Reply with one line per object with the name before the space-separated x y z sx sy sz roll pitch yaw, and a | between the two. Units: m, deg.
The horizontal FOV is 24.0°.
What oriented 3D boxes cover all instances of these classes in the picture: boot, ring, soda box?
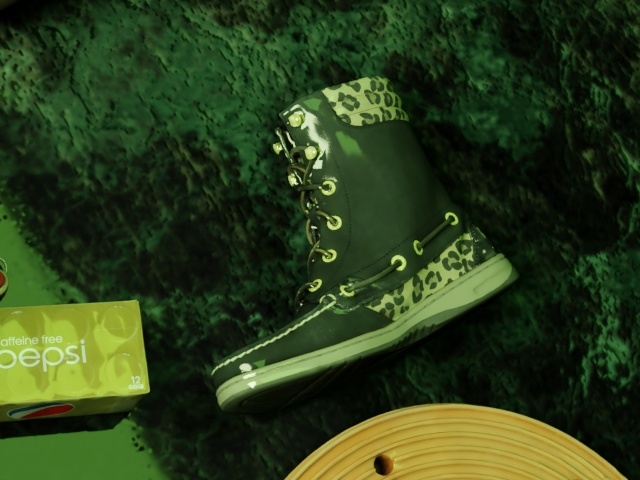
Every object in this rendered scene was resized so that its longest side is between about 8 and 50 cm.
boot | 0.000 0.000 0.994 0.236 0.085 0.179 -22 78 -30
ring | 0.095 0.270 0.955 0.336 0.032 0.337 6 71 -17
soda box | -0.199 0.076 0.913 0.181 0.058 0.061 -2 72 -20

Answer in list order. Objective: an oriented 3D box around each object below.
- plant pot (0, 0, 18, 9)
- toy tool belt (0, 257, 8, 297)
plant pot | -0.186 -0.263 0.949 0.229 0.263 0.263 -45 90 -8
toy tool belt | -0.231 0.020 0.925 0.083 0.051 0.052 5 71 -18
